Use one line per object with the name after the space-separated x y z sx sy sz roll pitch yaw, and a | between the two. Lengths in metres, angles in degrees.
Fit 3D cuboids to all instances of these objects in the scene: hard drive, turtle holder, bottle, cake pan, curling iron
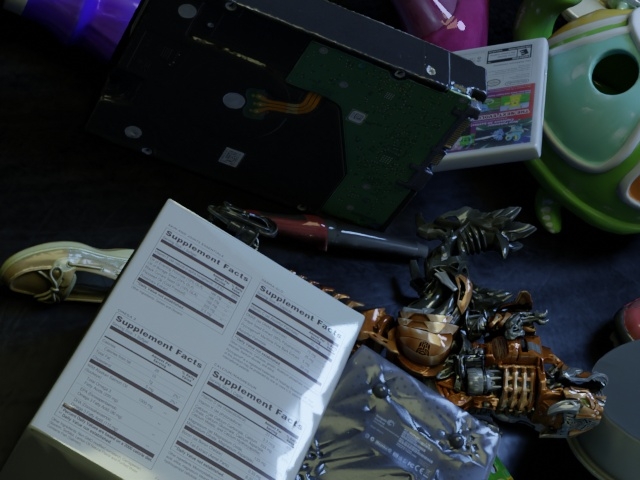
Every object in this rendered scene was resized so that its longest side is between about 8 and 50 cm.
-0.036 -0.141 1.469 0.338 0.237 0.064 20 48 -16 | hard drive
0.349 -0.175 1.739 0.243 0.227 0.320 16 49 -19 | turtle holder
0.040 0.231 1.291 0.172 0.054 0.255 33 53 -1 | hard drive
-0.183 -0.219 1.532 0.282 0.092 0.118 19 19 -18 | bottle
0.390 0.177 1.464 0.293 0.054 0.293 2 26 -1 | cake pan
0.000 0.000 1.514 0.274 0.035 0.068 9 32 -37 | curling iron

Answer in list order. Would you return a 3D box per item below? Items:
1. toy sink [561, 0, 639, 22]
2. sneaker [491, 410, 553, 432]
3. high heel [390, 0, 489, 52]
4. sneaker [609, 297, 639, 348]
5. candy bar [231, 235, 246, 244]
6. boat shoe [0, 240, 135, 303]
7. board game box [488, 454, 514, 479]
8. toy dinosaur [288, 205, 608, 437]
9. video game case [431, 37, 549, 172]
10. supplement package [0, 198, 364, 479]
0.446 -0.368 2.020 0.152 0.131 0.234 34 45 -3 | toy sink
0.227 0.171 1.519 0.109 0.044 0.040 13 47 -25 | sneaker
0.170 -0.328 1.869 0.181 0.127 0.377 57 36 -22 | high heel
0.450 0.081 1.665 0.276 0.135 0.098 -2 59 -31 | sneaker
-0.065 0.058 1.447 0.040 0.018 0.161 -4 58 -38 | candy bar
-0.216 0.037 1.346 0.153 0.056 0.048 5 48 -37 | boat shoe
0.070 0.242 1.372 0.259 0.039 0.124 -20 68 -37 | board game box
0.125 0.083 1.444 0.322 0.164 0.218 31 49 -7 | toy dinosaur
0.150 -0.146 1.646 0.201 0.023 0.183 -6 45 19 | video game case
-0.124 0.151 1.207 0.198 0.199 0.263 31 45 -5 | supplement package
